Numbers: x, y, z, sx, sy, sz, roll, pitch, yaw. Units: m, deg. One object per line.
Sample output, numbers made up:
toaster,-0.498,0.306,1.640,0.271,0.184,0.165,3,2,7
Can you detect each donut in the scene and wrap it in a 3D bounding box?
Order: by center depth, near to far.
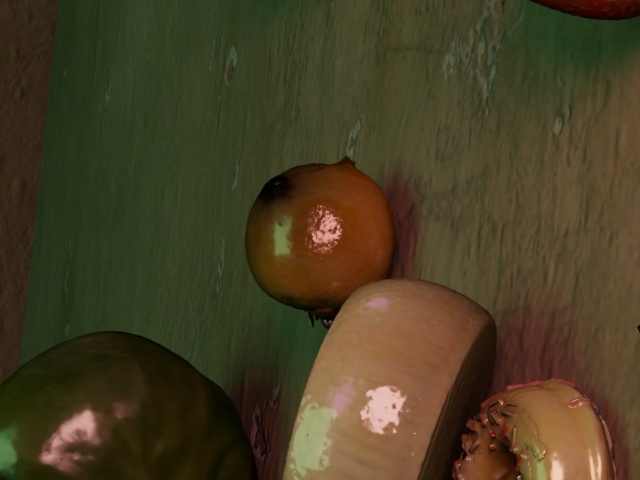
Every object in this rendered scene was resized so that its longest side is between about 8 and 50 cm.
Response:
donut,0.145,0.179,1.123,0.174,0.068,0.175,-172,90,-69

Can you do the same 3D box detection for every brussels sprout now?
brussels sprout,-0.216,0.273,1.743,0.276,0.315,0.371,6,125,45

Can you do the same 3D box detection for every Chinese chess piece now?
Chinese chess piece,0.049,0.151,1.181,0.250,0.101,0.250,16,-90,-76

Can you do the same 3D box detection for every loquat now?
loquat,0.000,0.000,1.478,0.163,0.137,0.163,-12,73,48

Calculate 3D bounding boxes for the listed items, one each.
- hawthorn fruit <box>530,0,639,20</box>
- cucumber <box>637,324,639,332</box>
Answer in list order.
hawthorn fruit,0.116,-0.237,1.044,0.165,0.285,0.165,-170,90,-80
cucumber,0.230,0.012,1.006,0.034,0.033,0.135,-138,58,-62
